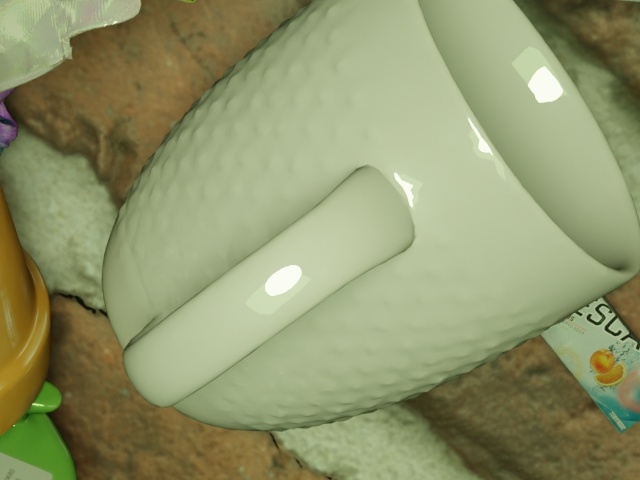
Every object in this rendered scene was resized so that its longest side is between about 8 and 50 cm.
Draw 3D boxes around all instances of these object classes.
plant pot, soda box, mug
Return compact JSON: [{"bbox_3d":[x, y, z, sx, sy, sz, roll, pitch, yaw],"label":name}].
[{"bbox_3d":[-0.293,0.025,0.920,0.205,0.205,0.188,15,138,-1],"label":"plant pot"},{"bbox_3d":[0.206,0.063,1.043,0.058,0.063,0.183,-39,99,11],"label":"soda box"},{"bbox_3d":[0.000,0.000,0.880,0.328,0.374,0.276,-33,94,25],"label":"mug"}]

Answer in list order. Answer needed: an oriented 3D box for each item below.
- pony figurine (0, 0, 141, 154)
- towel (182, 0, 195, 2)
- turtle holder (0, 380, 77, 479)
[{"bbox_3d":[-0.284,-0.223,0.895,0.351,0.303,0.363,-27,125,33],"label":"pony figurine"},{"bbox_3d":[-0.113,-0.252,0.825,0.102,0.237,0.021,24,137,-26],"label":"towel"},{"bbox_3d":[-0.354,0.224,1.014,0.320,0.243,0.227,-2,141,-15],"label":"turtle holder"}]
